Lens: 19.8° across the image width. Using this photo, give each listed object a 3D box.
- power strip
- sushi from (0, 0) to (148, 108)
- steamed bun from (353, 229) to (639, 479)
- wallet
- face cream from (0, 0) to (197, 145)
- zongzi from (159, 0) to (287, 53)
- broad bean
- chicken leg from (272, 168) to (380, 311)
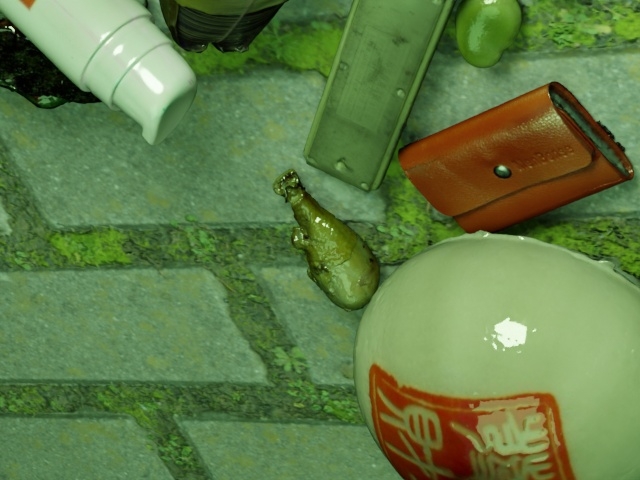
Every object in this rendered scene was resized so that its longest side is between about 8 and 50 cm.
[{"bbox_3d":[0.065,-0.187,1.787,0.092,0.066,0.387,23,143,2],"label":"power strip"},{"bbox_3d":[-0.285,-0.216,1.868,0.225,0.124,0.127,15,146,1],"label":"sushi"},{"bbox_3d":[0.203,0.177,1.966,0.374,0.241,0.374,19,150,12],"label":"steamed bun"},{"bbox_3d":[0.196,-0.077,1.858,0.204,0.045,0.142,-22,125,40],"label":"wallet"},{"bbox_3d":[-0.252,-0.235,1.751,0.345,0.102,0.102,42,142,12],"label":"face cream"},{"bbox_3d":[0.005,-0.291,1.662,0.317,0.154,0.289,-4,154,-4],"label":"zongzi"},{"bbox_3d":[0.157,-0.204,1.738,0.063,0.045,0.083,18,132,4],"label":"broad bean"},{"bbox_3d":[0.000,0.000,2.026,0.093,0.070,0.178,-11,123,42],"label":"chicken leg"}]
